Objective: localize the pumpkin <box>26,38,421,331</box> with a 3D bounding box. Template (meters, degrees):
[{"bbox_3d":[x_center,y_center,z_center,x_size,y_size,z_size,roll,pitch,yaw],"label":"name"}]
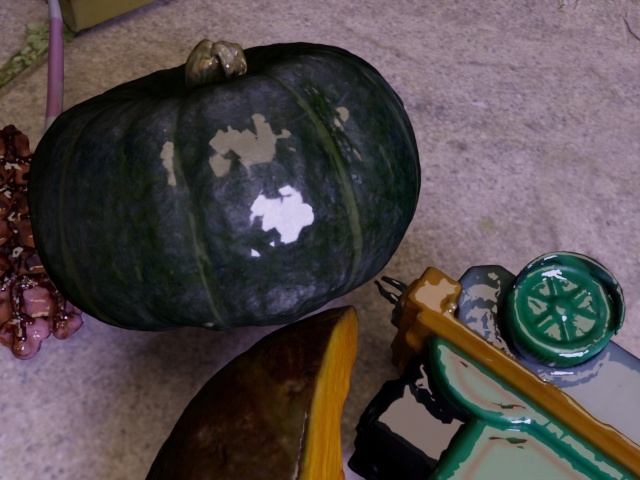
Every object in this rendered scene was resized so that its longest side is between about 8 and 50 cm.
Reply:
[{"bbox_3d":[-0.075,-0.050,0.575,0.300,0.207,0.300,-13,24,6],"label":"pumpkin"}]

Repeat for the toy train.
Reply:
[{"bbox_3d":[0.186,0.184,0.548,0.429,0.178,0.249,35,70,17],"label":"toy train"}]

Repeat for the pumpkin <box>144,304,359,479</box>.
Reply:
[{"bbox_3d":[-0.071,0.174,0.497,0.169,0.148,0.312,1,61,13],"label":"pumpkin"}]

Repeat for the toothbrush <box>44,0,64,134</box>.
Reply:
[{"bbox_3d":[-0.275,-0.212,0.772,0.025,0.020,0.287,-6,62,-8],"label":"toothbrush"}]

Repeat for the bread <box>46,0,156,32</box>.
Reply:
[{"bbox_3d":[-0.192,-0.387,0.948,0.361,0.077,0.138,-33,65,-26],"label":"bread"}]

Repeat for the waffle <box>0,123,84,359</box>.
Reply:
[{"bbox_3d":[-0.279,-0.009,0.685,0.234,0.055,0.221,29,54,8],"label":"waffle"}]
